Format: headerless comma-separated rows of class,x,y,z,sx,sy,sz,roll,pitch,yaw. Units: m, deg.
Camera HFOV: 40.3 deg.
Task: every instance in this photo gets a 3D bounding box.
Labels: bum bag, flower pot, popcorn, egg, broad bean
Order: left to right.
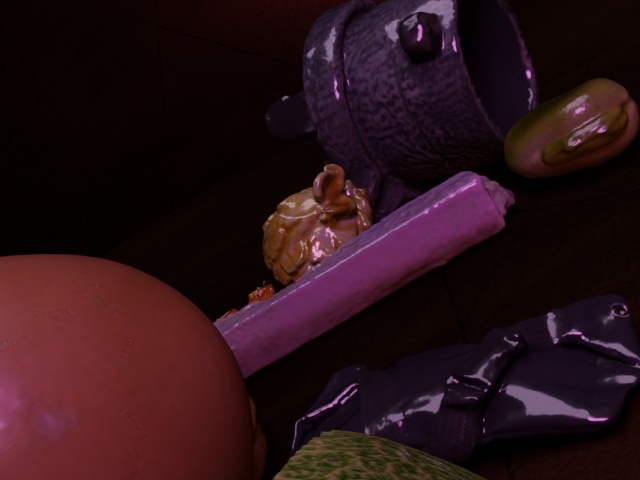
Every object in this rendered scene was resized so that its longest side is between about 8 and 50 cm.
egg,-0.212,0.169,0.521,0.374,0.301,0.301,-47,16,-12
popcorn,0.000,0.000,1.016,0.135,0.162,0.141,-4,53,-5
flower pot,0.103,-0.173,1.114,0.282,0.299,0.299,-13,22,35
bum bag,0.089,0.102,0.586,0.248,0.060,0.123,-26,14,26
broad bean,0.262,-0.112,0.925,0.124,0.082,0.174,-38,4,-20

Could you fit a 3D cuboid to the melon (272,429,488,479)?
melon,0.045,0.153,0.329,0.124,0.196,0.323,-59,3,15

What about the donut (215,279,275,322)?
donut,-0.094,0.087,1.080,0.038,0.067,0.083,134,152,-69

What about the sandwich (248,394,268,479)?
sandwich,-0.190,0.212,0.771,0.288,0.100,0.254,-36,13,-11

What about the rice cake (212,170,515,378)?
rice cake,0.026,0.044,0.929,0.399,0.070,0.064,-32,17,10
